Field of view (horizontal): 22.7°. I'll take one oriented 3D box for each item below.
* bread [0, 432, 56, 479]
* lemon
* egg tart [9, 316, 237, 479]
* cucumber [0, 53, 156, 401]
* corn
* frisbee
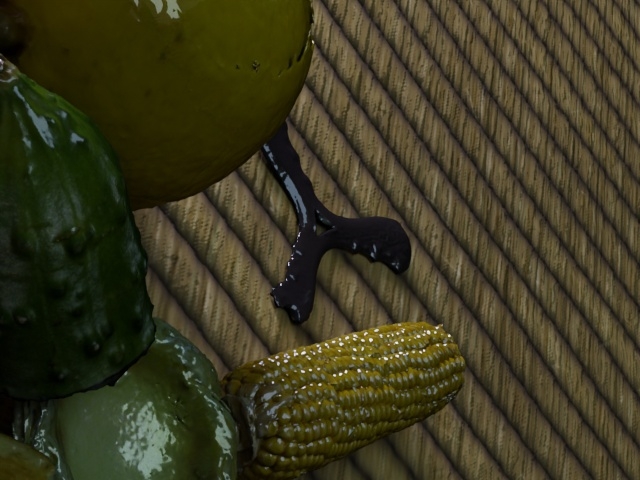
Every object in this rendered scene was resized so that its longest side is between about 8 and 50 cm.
[{"bbox_3d":[-0.201,0.230,0.948,0.257,0.186,0.124,47,30,-24],"label":"bread"},{"bbox_3d":[-0.145,-0.158,1.138,0.297,0.297,0.297,24,53,-37],"label":"lemon"},{"bbox_3d":[-0.147,0.147,1.126,0.197,0.078,0.197,21,57,-36],"label":"egg tart"},{"bbox_3d":[-0.179,-0.017,1.001,0.244,0.134,0.134,88,16,-47],"label":"cucumber"},{"bbox_3d":[0.016,0.128,1.298,0.293,0.106,0.106,-9,76,-50],"label":"corn"},{"bbox_3d":[0.000,0.000,1.411,0.211,0.012,0.187,39,46,-27],"label":"frisbee"}]
